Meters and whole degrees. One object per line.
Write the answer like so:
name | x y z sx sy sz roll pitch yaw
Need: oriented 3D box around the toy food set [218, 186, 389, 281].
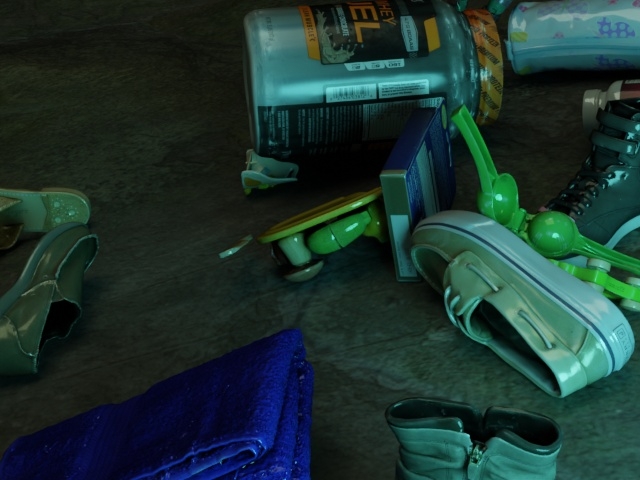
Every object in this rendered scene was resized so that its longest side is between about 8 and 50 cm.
toy food set | 0.000 0.000 1.380 0.218 0.071 0.128 -22 6 6

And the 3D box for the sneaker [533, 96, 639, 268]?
sneaker | 0.304 -0.070 1.302 0.295 0.147 0.104 -26 32 -23

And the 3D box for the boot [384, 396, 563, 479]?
boot | 0.070 0.186 0.897 0.246 0.161 0.083 -1 29 21

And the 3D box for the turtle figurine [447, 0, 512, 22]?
turtle figurine | 0.201 -0.298 1.774 0.175 0.234 0.118 15 22 -38

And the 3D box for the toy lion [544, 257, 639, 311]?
toy lion | 0.268 0.040 1.187 0.100 0.034 0.096 22 -8 -33

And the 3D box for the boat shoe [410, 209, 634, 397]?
boat shoe | 0.175 0.055 1.167 0.094 0.109 0.302 -29 34 -22

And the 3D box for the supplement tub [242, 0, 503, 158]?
supplement tub | 0.067 -0.225 1.603 0.338 0.207 0.207 -6 27 -7

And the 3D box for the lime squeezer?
lime squeezer | 0.234 -0.033 1.208 0.110 0.310 0.059 -39 21 45

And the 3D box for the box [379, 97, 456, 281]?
box | 0.120 -0.067 1.383 0.036 0.136 0.225 -1 29 20

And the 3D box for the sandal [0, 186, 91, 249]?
sandal | -0.439 -0.026 1.593 0.240 0.088 0.079 -6 21 1

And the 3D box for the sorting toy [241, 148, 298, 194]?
sorting toy | -0.068 -0.093 1.621 0.075 0.045 0.083 -1 26 3

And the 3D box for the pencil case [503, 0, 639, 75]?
pencil case | 0.417 -0.303 1.735 0.273 0.113 0.124 3 45 28

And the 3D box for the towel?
towel | -0.156 0.188 1.005 0.308 0.076 0.228 -23 26 12

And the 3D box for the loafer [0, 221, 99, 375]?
loafer | -0.317 0.075 1.371 0.087 0.094 0.251 19 44 6

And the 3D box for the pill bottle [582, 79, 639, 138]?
pill bottle | 0.419 -0.165 1.500 0.152 0.086 0.086 0 30 24
